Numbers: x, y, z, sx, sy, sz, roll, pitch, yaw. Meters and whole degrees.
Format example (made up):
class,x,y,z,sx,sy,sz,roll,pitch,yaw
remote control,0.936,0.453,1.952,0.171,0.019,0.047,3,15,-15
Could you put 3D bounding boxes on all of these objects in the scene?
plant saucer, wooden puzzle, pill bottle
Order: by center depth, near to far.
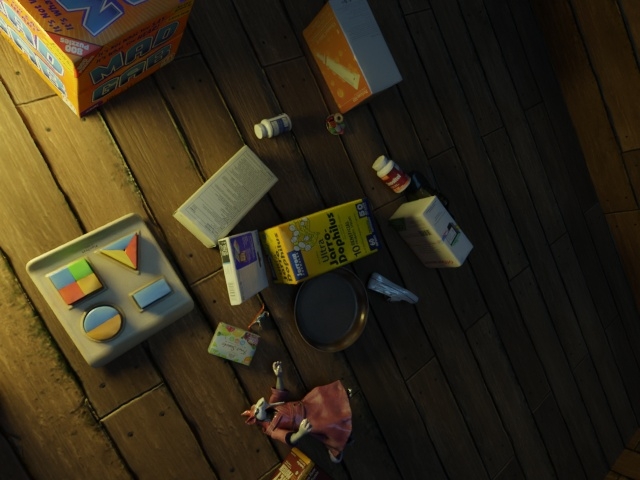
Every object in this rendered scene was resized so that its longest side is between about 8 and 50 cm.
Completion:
class,x,y,z,sx,sy,sz,roll,pitch,yaw
wooden puzzle,-0.578,0.136,1.166,0.322,0.081,0.347,-33,101,-27
pill bottle,-0.168,-0.398,1.441,0.120,0.067,0.067,-28,98,-27
plant saucer,0.037,0.247,1.498,0.311,0.050,0.310,1,87,-28
pill bottle,0.285,-0.269,1.660,0.152,0.086,0.086,38,69,-19

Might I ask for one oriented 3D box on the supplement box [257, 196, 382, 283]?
class,x,y,z,sx,sy,sz,roll,pitch,yaw
supplement box,0.000,0.000,1.421,0.357,0.195,0.194,-21,95,-28

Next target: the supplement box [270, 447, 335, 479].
class,x,y,z,sx,sy,sz,roll,pitch,yaw
supplement box,-0.055,0.836,1.352,0.194,0.129,0.191,48,66,-17

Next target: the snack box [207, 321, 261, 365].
class,x,y,z,sx,sy,sz,roll,pitch,yaw
snack box,-0.278,0.334,1.328,0.141,0.037,0.100,26,82,-23

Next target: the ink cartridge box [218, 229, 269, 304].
class,x,y,z,sx,sy,sz,roll,pitch,yaw
ink cartridge box,-0.242,0.079,1.319,0.208,0.045,0.206,-27,107,-71

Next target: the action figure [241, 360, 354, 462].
class,x,y,z,sx,sy,sz,roll,pitch,yaw
action figure,-0.079,0.581,1.372,0.371,0.248,0.275,4,126,-16

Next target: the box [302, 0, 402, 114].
class,x,y,z,sx,sy,sz,roll,pitch,yaw
box,0.116,-0.690,1.536,0.168,0.215,0.345,-33,100,-26

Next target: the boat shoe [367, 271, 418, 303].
class,x,y,z,sx,sy,sz,roll,pitch,yaw
boat shoe,0.280,0.207,1.627,0.226,0.083,0.075,30,84,-11

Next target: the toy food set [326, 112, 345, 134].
class,x,y,z,sx,sy,sz,roll,pitch,yaw
toy food set,0.059,-0.450,1.593,0.083,0.020,0.082,-21,95,-28

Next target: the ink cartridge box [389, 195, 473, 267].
class,x,y,z,sx,sy,sz,roll,pitch,yaw
ink cartridge box,0.444,-0.027,1.656,0.278,0.201,0.117,49,66,-16

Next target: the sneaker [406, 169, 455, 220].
class,x,y,z,sx,sy,sz,roll,pitch,yaw
sneaker,0.472,-0.178,1.727,0.109,0.130,0.286,-42,104,-22

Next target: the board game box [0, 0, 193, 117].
class,x,y,z,sx,sy,sz,roll,pitch,yaw
board game box,-0.611,-0.612,1.061,0.356,0.356,0.356,-46,107,-24

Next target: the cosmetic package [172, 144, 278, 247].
class,x,y,z,sx,sy,sz,roll,pitch,yaw
cosmetic package,-0.301,-0.141,1.321,0.160,0.113,0.309,47,67,-17

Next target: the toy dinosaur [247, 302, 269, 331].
class,x,y,z,sx,sy,sz,roll,pitch,yaw
toy dinosaur,-0.212,0.269,1.384,0.082,0.047,0.090,-20,62,-19
